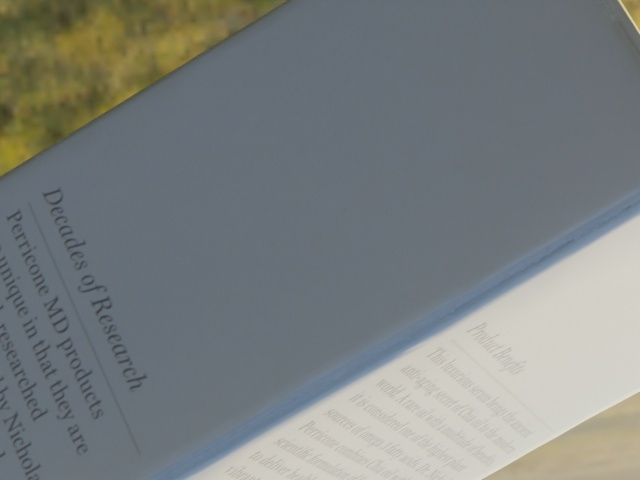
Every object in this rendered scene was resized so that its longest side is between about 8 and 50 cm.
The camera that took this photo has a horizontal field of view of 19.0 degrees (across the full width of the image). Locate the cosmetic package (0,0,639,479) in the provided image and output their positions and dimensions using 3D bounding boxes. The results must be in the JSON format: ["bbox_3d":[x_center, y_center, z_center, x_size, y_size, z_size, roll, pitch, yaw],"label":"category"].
[{"bbox_3d":[-0.045,0.053,0.851,0.453,0.161,0.230,-30,157,8],"label":"cosmetic package"}]
